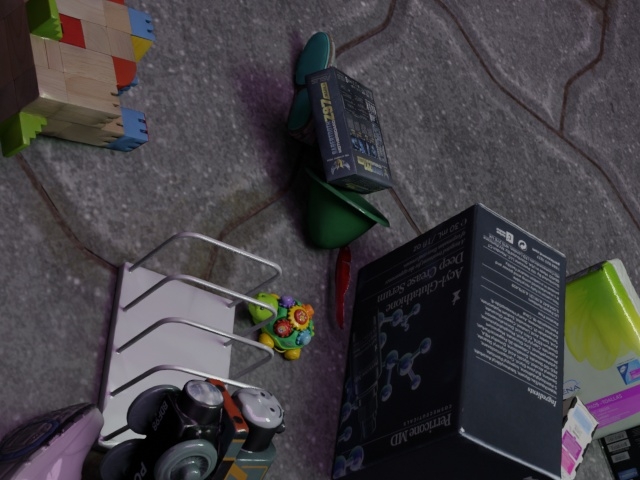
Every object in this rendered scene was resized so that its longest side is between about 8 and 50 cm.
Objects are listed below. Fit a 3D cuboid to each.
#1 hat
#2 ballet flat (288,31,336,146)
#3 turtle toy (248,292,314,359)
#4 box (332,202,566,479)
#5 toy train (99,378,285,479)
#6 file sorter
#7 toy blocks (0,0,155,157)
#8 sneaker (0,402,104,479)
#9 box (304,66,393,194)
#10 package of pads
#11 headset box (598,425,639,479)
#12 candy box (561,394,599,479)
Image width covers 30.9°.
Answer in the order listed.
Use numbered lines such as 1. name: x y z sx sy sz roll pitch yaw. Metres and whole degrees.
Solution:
1. hat: 0.000 0.000 1.933 0.173 0.184 0.208 32 8 -18
2. ballet flat: -0.005 -0.259 2.037 0.079 0.076 0.222 40 50 -43
3. turtle toy: -0.059 0.122 1.788 0.130 0.066 0.095 25 54 -29
4. box: 0.207 0.195 1.820 0.212 0.293 0.396 28 52 -27
5. toy train: -0.171 0.310 1.436 0.190 0.334 0.142 8 29 -39
6. file sorter: -0.172 0.158 1.598 0.192 0.173 0.278 22 56 -30
7. toy blocks: -0.355 -0.294 1.696 0.261 0.190 0.382 8 63 -51
8. sneaker: -0.358 0.322 1.422 0.129 0.111 0.297 57 47 -24
9. box: 0.051 -0.180 1.958 0.232 0.059 0.184 6 70 -71
10. package of pads: 0.498 0.206 2.113 0.101 0.229 0.297 -23 86 -55
11. headset box: 0.719 0.369 2.207 0.283 0.246 0.131 -7 74 -44
12. candy box: 0.355 0.377 1.949 0.071 0.159 0.233 50 46 -11
